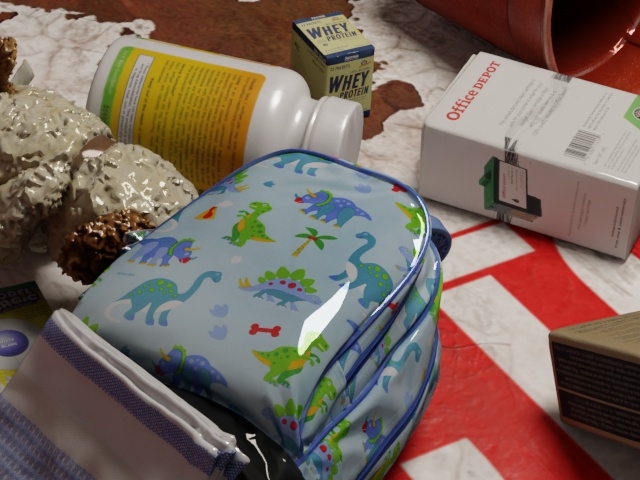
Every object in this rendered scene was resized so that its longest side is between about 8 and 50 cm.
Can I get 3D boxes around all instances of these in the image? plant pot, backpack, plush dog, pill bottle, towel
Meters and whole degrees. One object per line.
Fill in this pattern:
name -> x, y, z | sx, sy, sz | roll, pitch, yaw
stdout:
plant pot -> 0.237, -0.306, 2.005 | 0.272, 0.272, 0.265 | -26, 38, -33
backpack -> -0.044, 0.091, 1.473 | 0.290, 0.273, 0.355 | 18, 26, 31
plush dog -> -0.206, -0.044, 1.610 | 0.225, 0.210, 0.262 | 23, 20, 10
pill bottle -> -0.090, -0.107, 1.794 | 0.246, 0.136, 0.136 | 13, 38, 12
towel -> -0.196, 0.207, 1.304 | 0.209, 0.034, 0.285 | 35, 91, 34

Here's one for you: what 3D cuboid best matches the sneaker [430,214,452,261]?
sneaker -> 0.000, 0.000, 1.705 | 0.232, 0.081, 0.090 | -11, 46, -16

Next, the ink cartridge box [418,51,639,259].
ink cartridge box -> 0.224, -0.087, 1.830 | 0.219, 0.092, 0.160 | 18, 39, 19

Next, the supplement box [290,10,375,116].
supplement box -> 0.011, -0.179, 1.941 | 0.056, 0.083, 0.083 | -15, 41, -23

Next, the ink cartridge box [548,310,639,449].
ink cartridge box -> 0.333, 0.101, 1.527 | 0.235, 0.088, 0.193 | -10, 8, -17

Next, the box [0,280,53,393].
box -> -0.267, 0.096, 1.588 | 0.105, 0.043, 0.179 | -14, 39, -23
